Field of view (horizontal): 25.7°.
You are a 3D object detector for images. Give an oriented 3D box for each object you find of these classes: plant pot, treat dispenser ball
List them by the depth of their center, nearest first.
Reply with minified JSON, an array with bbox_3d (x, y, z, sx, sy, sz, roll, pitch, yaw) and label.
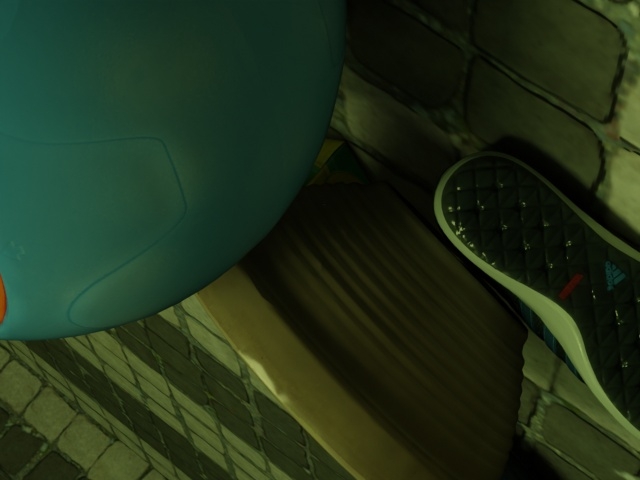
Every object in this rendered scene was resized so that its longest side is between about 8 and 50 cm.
[{"bbox_3d":[-0.131,-0.099,0.625,0.288,0.288,0.288,36,160,15],"label":"treat dispenser ball"},{"bbox_3d":[0.038,0.046,0.779,0.237,0.110,0.237,47,-175,-6],"label":"plant pot"}]

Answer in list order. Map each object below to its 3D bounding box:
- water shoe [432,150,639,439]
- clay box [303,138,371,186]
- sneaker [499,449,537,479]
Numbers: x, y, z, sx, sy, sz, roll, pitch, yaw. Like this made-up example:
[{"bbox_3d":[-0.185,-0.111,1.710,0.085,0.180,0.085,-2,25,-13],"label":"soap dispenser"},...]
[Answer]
[{"bbox_3d":[0.143,0.029,0.736,0.203,0.073,0.080,47,-178,0],"label":"water shoe"},{"bbox_3d":[0.000,0.000,0.941,0.127,0.053,0.222,15,146,49],"label":"clay box"},{"bbox_3d":[0.181,0.249,1.042,0.148,0.131,0.350,1,142,52],"label":"sneaker"}]
